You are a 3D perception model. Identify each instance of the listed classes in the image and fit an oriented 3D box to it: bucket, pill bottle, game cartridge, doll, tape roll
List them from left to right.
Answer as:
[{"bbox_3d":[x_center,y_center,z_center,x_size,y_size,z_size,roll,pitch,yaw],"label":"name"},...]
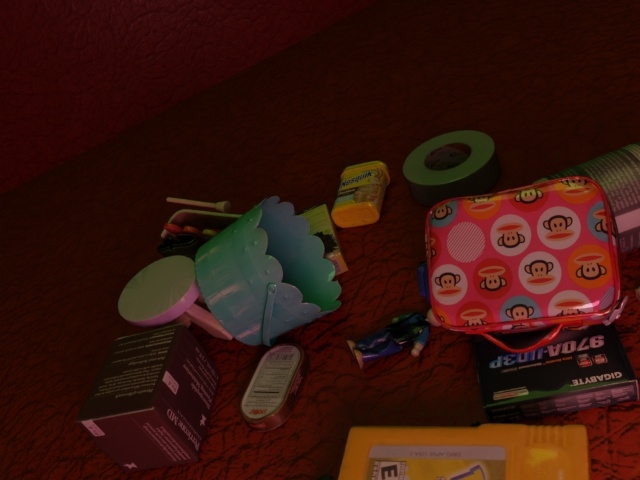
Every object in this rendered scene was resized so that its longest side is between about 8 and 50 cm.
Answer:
[{"bbox_3d":[-0.104,0.067,1.261,0.183,0.281,0.281,-31,31,19],"label":"bucket"},{"bbox_3d":[0.148,0.175,1.154,0.189,0.046,0.129,-24,24,-7],"label":"doll"},{"bbox_3d":[0.310,-0.171,1.488,0.219,0.072,0.219,-18,35,13],"label":"tape roll"},{"bbox_3d":[0.159,0.353,0.762,0.324,0.052,0.285,-10,38,27],"label":"game cartridge"},{"bbox_3d":[0.479,-0.050,1.115,0.319,0.176,0.176,-21,34,8],"label":"pill bottle"}]

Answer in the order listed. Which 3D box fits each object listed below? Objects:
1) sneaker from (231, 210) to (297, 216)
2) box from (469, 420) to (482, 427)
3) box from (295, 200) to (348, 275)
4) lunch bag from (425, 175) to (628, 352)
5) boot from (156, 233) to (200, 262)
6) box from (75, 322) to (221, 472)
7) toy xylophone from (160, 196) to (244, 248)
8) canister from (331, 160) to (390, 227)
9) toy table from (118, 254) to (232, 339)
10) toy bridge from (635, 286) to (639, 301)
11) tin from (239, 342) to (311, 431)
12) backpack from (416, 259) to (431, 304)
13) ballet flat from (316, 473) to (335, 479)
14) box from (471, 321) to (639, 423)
[{"bbox_3d":[-0.158,-0.041,1.638,0.237,0.085,0.086,-3,14,37],"label":"sneaker"},{"bbox_3d":[0.211,0.358,0.836,0.180,0.077,0.147,-39,35,-17],"label":"box"},{"bbox_3d":[0.000,0.000,1.481,0.087,0.058,0.232,-24,33,5],"label":"box"},{"bbox_3d":[0.318,0.047,0.994,0.293,0.120,0.258,-8,76,26],"label":"lunch bag"},{"bbox_3d":[-0.272,0.055,1.498,0.247,0.161,0.083,-5,40,29],"label":"boot"},{"bbox_3d":[-0.315,0.298,1.193,0.167,0.168,0.203,-14,36,17],"label":"box"},{"bbox_3d":[-0.249,-0.021,1.524,0.323,0.236,0.081,3,71,35],"label":"toy xylophone"},{"bbox_3d":[0.100,-0.113,1.553,0.126,0.073,0.170,-10,39,24],"label":"canister"},{"bbox_3d":[-0.306,0.150,1.364,0.252,0.161,0.274,-51,32,-16],"label":"toy table"},{"bbox_3d":[0.598,0.042,1.046,0.188,0.026,0.063,-32,33,-9],"label":"toy bridge"},{"bbox_3d":[-0.087,0.273,1.194,0.106,0.040,0.189,-10,37,31],"label":"tin"},{"bbox_3d":[0.246,0.062,1.177,0.120,0.097,0.101,-21,24,-41],"label":"backpack"},{"bbox_3d":[-0.012,0.451,0.891,0.084,0.058,0.250,-49,13,36],"label":"ballet flat"},{"bbox_3d":[0.358,0.188,0.989,0.220,0.051,0.175,-15,35,17],"label":"box"}]
